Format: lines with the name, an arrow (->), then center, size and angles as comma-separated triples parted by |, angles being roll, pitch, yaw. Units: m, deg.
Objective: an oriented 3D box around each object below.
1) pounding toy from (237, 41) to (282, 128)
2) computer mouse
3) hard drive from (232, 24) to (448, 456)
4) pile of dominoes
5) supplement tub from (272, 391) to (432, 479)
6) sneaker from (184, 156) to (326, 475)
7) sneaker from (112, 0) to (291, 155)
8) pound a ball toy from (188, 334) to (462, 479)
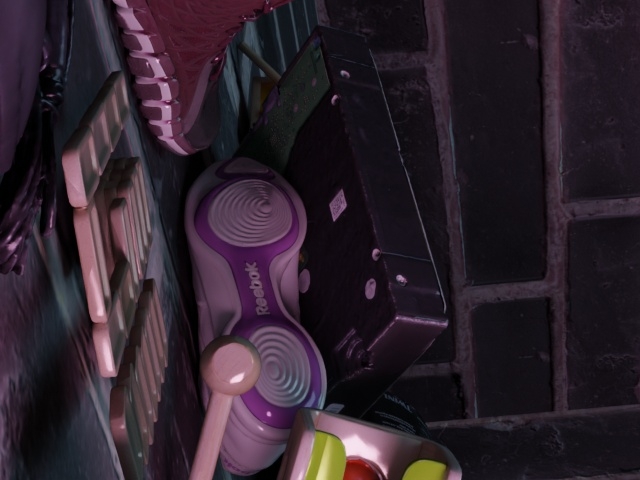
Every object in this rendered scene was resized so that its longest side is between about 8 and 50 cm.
pounding toy -> -0.039, -0.155, 1.684 | 0.141, 0.130, 0.100 | -90, -175, -45
computer mouse -> -0.149, -0.115, 0.624 | 0.272, 0.072, 0.188 | 73, 13, -66
hard drive -> 0.000, 0.000, 1.304 | 0.237, 0.064, 0.339 | -52, -139, 40
pile of dominoes -> -0.125, 0.017, 0.790 | 0.251, 0.040, 0.196 | -97, -179, -74
supplement tub -> 0.045, 0.311, 1.518 | 0.316, 0.193, 0.194 | -95, 177, -66
sneaker -> -0.076, 0.063, 1.239 | 0.152, 0.114, 0.305 | 118, -27, -49
sneaker -> -0.067, -0.167, 1.079 | 0.281, 0.162, 0.106 | 76, 10, -58
pound a ball toy -> -0.026, 0.243, 1.076 | 0.136, 0.208, 0.319 | -141, -113, -86
